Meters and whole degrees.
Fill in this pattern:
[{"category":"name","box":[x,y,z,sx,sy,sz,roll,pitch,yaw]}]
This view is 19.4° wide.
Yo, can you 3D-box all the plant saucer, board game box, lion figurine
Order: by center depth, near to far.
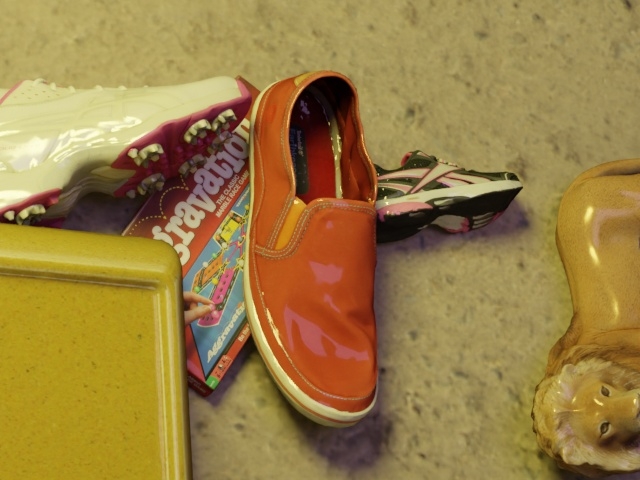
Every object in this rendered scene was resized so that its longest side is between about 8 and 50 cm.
[{"category":"plant saucer","box":[-0.225,0.136,1.431,0.333,0.081,0.332,6,72,-35]},{"category":"board game box","box":[-0.088,-0.009,1.677,0.145,0.027,0.281,37,57,-7]},{"category":"lion figurine","box":[0.293,0.055,1.797,0.240,0.142,0.392,6,52,-16]}]

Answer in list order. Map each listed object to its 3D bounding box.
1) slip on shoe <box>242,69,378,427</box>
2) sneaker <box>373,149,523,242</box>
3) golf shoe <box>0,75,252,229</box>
[{"category":"slip on shoe","box":[0.000,0.000,1.643,0.123,0.101,0.331,6,68,-28]},{"category":"sneaker","box":[0.111,-0.054,1.775,0.178,0.072,0.077,-6,61,-35]},{"category":"golf shoe","box":[-0.205,-0.095,1.596,0.306,0.115,0.140,-24,71,-25]}]
